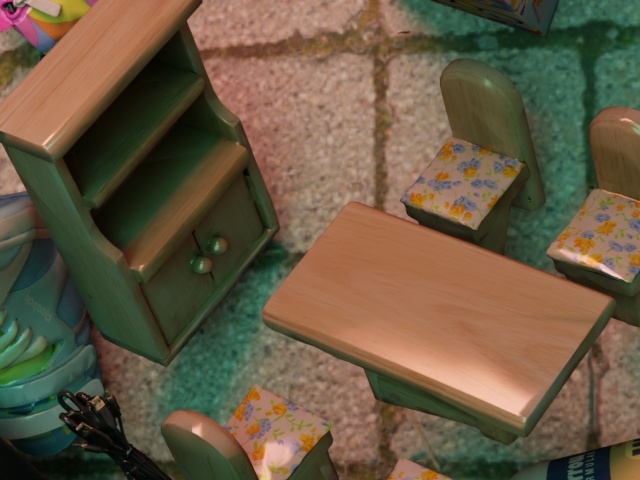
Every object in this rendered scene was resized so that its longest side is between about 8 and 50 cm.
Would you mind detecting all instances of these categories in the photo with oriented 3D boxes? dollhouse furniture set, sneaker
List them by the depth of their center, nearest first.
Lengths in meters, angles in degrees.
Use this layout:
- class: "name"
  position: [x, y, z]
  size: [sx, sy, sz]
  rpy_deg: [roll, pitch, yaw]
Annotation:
- class: "dollhouse furniture set"
  position: [0.000, 0.000, 1.364]
  size: [0.394, 0.256, 0.362]
  rpy_deg: [21, 60, 32]
- class: "sneaker"
  position: [-0.245, 0.074, 1.476]
  size: [0.127, 0.319, 0.208]
  rpy_deg: [-7, 95, 17]

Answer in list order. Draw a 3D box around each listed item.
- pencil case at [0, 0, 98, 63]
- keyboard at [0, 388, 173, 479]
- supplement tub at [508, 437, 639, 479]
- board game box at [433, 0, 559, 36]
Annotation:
- class: "pencil case"
  position: [-0.165, -0.243, 1.569]
  size: [0.236, 0.104, 0.104]
  rpy_deg: [-39, 80, 9]
- class: "keyboard"
  position: [-0.184, 0.225, 1.498]
  size: [0.201, 0.033, 0.317]
  rpy_deg: [-39, 119, 6]
- class: "supplement tub"
  position: [0.253, 0.247, 1.377]
  size: [0.316, 0.228, 0.228]
  rpy_deg: [-16, 84, 13]
- class: "board game box"
  position: [0.100, -0.248, 1.409]
  size: [0.142, 0.275, 0.144]
  rpy_deg: [20, 93, 14]
